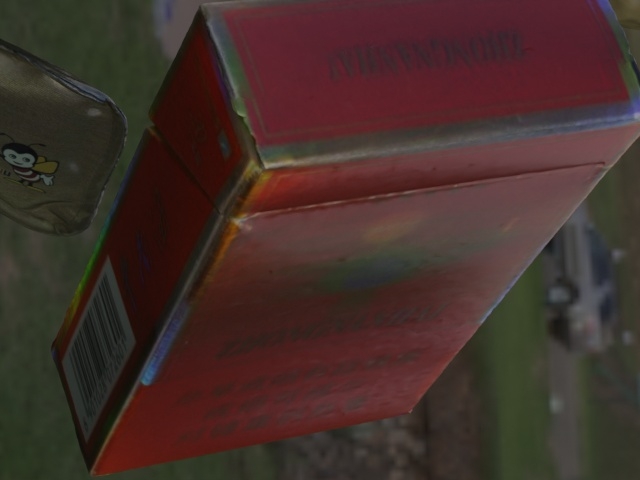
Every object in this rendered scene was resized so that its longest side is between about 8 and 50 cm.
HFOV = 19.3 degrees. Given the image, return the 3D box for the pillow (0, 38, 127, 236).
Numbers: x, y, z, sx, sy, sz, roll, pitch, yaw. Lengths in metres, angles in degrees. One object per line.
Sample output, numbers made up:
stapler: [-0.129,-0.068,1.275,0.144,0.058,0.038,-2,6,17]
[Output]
pillow: [-0.186,-0.075,0.799,0.033,0.217,0.130,-64,-175,-34]

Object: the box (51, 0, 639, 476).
box: [0.000,-0.001,0.506,0.175,0.112,0.048,-57,-133,53]

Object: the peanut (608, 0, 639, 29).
peanut: [0.246,-0.212,0.995,0.159,0.291,0.143,41,-22,37]
